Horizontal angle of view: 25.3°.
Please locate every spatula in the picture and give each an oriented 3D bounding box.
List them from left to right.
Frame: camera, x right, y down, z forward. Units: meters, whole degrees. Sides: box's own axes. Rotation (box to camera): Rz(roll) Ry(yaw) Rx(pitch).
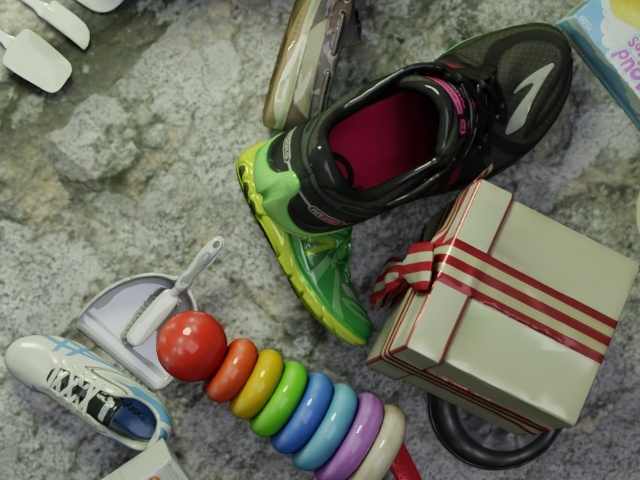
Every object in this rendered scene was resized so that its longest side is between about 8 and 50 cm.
[{"bbox_3d":[-0.392,-0.319,1.816,0.242,0.019,0.168,35,88,-7],"label":"spatula"}]

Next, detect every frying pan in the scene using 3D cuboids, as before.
[{"bbox_3d":[0.275,0.159,1.901,0.197,0.053,0.326,32,91,-8],"label":"frying pan"}]

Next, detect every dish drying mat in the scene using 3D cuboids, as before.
[{"bbox_3d":[0.104,0.291,1.900,0.032,0.008,0.083,-27,95,-7],"label":"dish drying mat"}]

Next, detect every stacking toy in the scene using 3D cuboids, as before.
[{"bbox_3d":[-0.059,0.194,1.806,0.330,0.141,0.141,33,88,-8],"label":"stacking toy"}]

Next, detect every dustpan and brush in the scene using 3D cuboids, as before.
[{"bbox_3d":[-0.196,0.075,1.830,0.147,0.060,0.211,41,87,-6],"label":"dustpan and brush"}]

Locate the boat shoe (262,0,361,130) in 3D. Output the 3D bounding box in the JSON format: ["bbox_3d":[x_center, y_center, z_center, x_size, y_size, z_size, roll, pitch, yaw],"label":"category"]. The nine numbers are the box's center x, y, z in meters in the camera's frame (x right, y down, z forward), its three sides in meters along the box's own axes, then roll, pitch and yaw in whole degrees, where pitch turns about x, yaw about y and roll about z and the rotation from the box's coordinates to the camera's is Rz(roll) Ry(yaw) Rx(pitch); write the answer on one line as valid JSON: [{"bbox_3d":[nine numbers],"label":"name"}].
[{"bbox_3d":[0.007,-0.270,1.830,0.092,0.103,0.285,19,93,-12],"label":"boat shoe"}]

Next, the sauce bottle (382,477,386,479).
[{"bbox_3d":[0.037,0.356,1.878,0.128,0.042,0.042,-37,96,-7],"label":"sauce bottle"}]

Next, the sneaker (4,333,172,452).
[{"bbox_3d":[-0.292,0.191,1.810,0.237,0.086,0.085,30,90,-6],"label":"sneaker"}]

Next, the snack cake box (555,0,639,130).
[{"bbox_3d":[0.457,-0.237,1.888,0.152,0.089,0.264,-41,96,-5],"label":"snack cake box"}]

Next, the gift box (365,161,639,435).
[{"bbox_3d":[0.210,0.069,1.762,0.258,0.255,0.276,25,71,-6],"label":"gift box"}]

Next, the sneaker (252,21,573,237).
[{"bbox_3d":[0.150,-0.139,1.764,0.483,0.202,0.185,-30,95,-26],"label":"sneaker"}]

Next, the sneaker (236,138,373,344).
[{"bbox_3d":[0.000,0.000,1.828,0.123,0.109,0.295,-27,95,-2],"label":"sneaker"}]

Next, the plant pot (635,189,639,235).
[{"bbox_3d":[0.606,0.030,1.786,0.334,0.334,0.305,-38,127,-5],"label":"plant pot"}]

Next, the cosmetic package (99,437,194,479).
[{"bbox_3d":[-0.172,0.372,1.805,0.099,0.060,0.239,-36,115,-6],"label":"cosmetic package"}]
